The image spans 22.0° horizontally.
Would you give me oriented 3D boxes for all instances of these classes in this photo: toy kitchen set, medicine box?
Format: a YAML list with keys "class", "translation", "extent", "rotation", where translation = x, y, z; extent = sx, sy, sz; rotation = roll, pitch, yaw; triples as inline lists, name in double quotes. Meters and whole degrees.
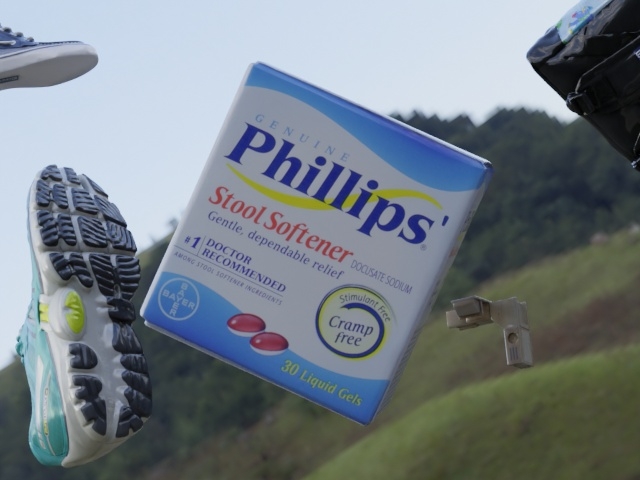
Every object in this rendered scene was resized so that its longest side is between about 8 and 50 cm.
- class: "toy kitchen set"
  translation: [0.177, 0.103, 1.789]
  extent: [0.083, 0.075, 0.068]
  rotation: [-14, -18, 27]
- class: "medicine box"
  translation: [0.000, 0.000, 1.693]
  extent: [0.149, 0.263, 0.289]
  rotation: [-16, -50, -81]

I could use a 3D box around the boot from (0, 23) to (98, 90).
- class: "boot"
  translation: [-0.352, -0.220, 1.871]
  extent: [0.190, 0.086, 0.069]
  rotation: [-12, -22, -26]

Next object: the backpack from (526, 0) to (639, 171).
- class: "backpack"
  translation: [0.480, -0.277, 2.024]
  extent: [0.355, 0.290, 0.273]
  rotation: [-49, 3, 30]

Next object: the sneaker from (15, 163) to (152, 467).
- class: "sneaker"
  translation: [-0.221, 0.059, 1.395]
  extent: [0.107, 0.275, 0.110]
  rotation: [20, -40, -40]
